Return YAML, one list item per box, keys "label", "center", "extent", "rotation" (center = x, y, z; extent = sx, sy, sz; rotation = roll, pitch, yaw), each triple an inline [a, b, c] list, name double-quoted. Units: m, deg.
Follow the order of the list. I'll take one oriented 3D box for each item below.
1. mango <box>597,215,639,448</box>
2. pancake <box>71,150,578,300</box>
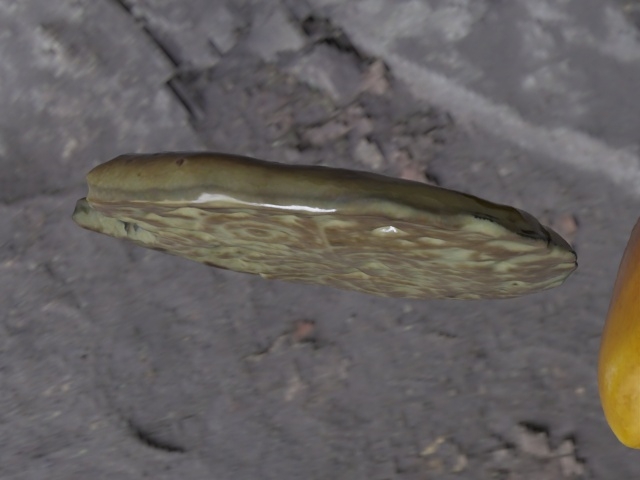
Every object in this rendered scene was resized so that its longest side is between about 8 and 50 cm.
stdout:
- label: "mango"
  center: [0.249, 0.018, 1.170]
  extent: [0.126, 0.154, 0.252]
  rotation: [37, 80, -12]
- label: "pancake"
  center: [0.000, 0.000, 0.784]
  extent: [0.212, 0.235, 0.029]
  rotation: [10, 82, -15]
